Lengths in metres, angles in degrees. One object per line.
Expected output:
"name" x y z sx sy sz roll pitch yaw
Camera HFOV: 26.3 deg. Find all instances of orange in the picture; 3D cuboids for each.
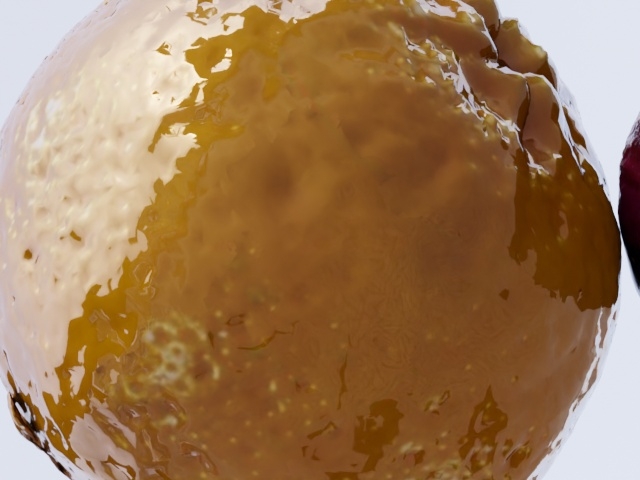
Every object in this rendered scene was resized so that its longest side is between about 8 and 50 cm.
"orange" 0.000 0.000 0.711 0.340 0.341 0.293 14 -47 -44

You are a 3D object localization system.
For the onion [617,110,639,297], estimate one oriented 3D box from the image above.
"onion" 0.247 -0.032 0.650 0.195 0.218 0.140 -5 -76 -3
